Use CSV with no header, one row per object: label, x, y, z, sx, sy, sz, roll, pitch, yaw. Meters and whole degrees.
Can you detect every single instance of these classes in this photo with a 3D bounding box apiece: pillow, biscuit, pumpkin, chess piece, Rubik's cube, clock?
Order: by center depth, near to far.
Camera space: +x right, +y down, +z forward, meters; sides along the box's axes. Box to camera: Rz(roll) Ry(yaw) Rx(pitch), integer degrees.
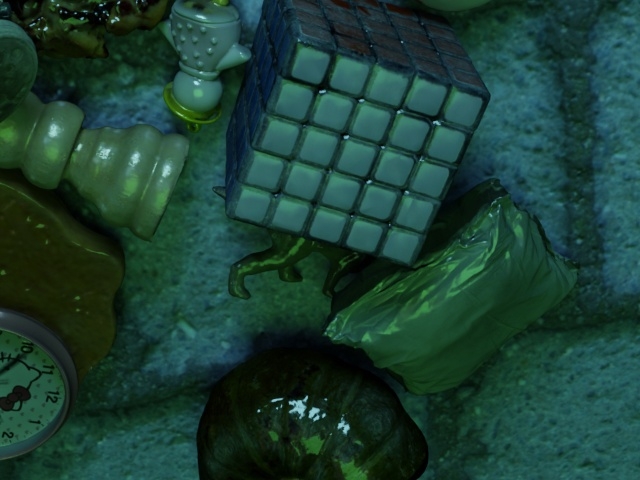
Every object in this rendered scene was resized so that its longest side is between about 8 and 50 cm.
biscuit,-0.320,-0.331,1.373,0.334,0.081,0.289,8,117,-9
Rubik's cube,0.028,-0.142,1.429,0.238,0.237,0.237,15,118,-13
chess piece,-0.298,-0.103,1.480,0.261,0.143,0.143,20,116,-11
biscuit,-0.447,0.075,1.596,0.365,0.062,0.385,32,114,-24
clock,-0.437,0.186,1.599,0.244,0.056,0.244,-4,121,-6
pillow,0.176,0.078,1.607,0.310,0.138,0.283,-39,141,15
pumpkin,-0.030,0.252,1.678,0.325,0.242,0.232,-17,99,19

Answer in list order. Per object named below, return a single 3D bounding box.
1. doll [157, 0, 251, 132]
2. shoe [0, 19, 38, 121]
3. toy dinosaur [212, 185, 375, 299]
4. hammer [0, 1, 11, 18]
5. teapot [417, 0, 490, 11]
doll,-0.139,-0.219,1.453,0.129,0.081,0.207,25,123,21
shoe,-0.452,-0.191,1.394,0.316,0.159,0.124,-28,150,21
toy dinosaur,-0.001,-0.003,1.601,0.294,0.077,0.162,2,116,-24
hammer,-0.388,-0.321,1.326,0.062,0.017,0.182,-10,115,5
teapot,0.145,-0.349,1.409,0.159,0.116,0.245,-38,111,27
